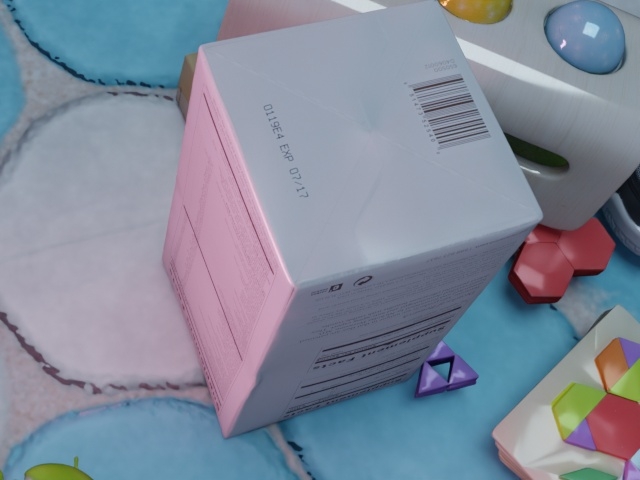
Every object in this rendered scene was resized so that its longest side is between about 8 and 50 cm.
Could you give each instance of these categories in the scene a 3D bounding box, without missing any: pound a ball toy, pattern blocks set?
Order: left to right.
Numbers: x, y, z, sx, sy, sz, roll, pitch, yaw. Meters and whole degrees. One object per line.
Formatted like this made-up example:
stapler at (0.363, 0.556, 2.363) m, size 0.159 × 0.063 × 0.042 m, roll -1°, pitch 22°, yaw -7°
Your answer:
pound a ball toy at (0.069, -0.171, 0.746) m, size 0.319 × 0.136 × 0.208 m, roll 23°, pitch 53°, yaw -5°
pattern blocks set at (0.213, 0.140, 0.723) m, size 0.324 × 0.026 × 0.285 m, roll 32°, pitch 67°, yaw 2°

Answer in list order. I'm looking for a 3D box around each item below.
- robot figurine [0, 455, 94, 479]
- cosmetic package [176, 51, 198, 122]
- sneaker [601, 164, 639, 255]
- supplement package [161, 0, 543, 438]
robot figurine at (-0.163, 0.170, 0.611) m, size 0.101 × 0.067 × 0.115 m, roll 38°, pitch 61°, yaw 21°
cosmetic package at (-0.058, -0.070, 0.761) m, size 0.041 × 0.060 × 0.115 m, roll -17°, pitch 67°, yaw -22°
sneaker at (0.290, -0.118, 0.813) m, size 0.101 × 0.153 × 0.269 m, roll 27°, pitch 62°, yaw 1°
supplement package at (0.000, 0.000, 0.634) m, size 0.133 × 0.244 × 0.139 m, roll -15°, pitch 69°, yaw -19°
